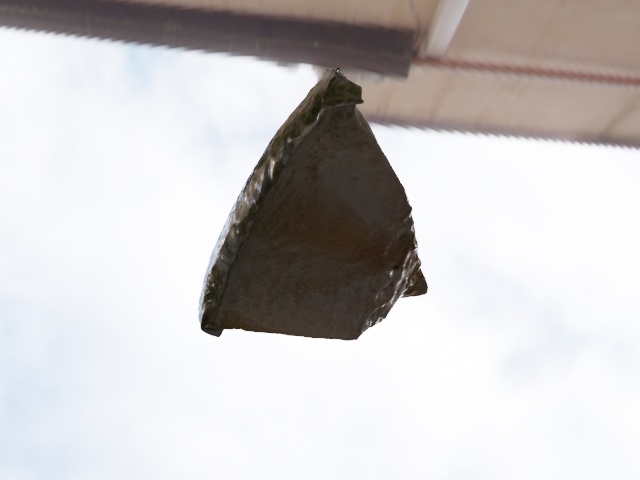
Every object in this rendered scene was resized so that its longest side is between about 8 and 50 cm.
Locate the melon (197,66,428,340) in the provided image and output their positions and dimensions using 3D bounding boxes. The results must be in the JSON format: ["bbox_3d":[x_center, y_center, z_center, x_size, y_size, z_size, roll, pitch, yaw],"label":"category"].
[{"bbox_3d":[-0.005,0.000,0.786,0.139,0.202,0.093,-43,-106,-11],"label":"melon"}]
